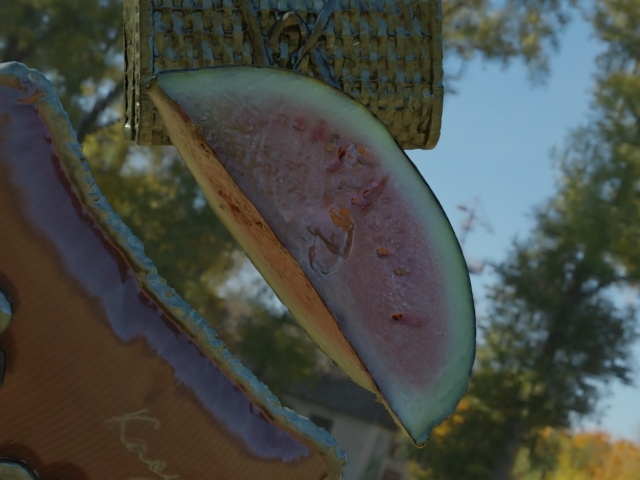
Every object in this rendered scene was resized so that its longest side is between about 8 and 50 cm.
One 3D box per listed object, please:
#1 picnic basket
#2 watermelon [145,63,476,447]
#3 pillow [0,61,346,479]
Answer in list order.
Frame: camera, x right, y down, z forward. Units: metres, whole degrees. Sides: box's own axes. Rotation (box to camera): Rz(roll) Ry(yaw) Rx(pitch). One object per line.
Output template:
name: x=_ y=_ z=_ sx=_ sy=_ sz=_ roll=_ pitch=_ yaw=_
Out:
picnic basket: x=-0.029 y=-0.125 z=0.946 sx=0.196 sy=0.134 sz=0.154 roll=1 pitch=2 yaw=-10
watermelon: x=-0.004 y=0.003 z=0.557 sx=0.069 sy=0.087 sz=0.163 roll=-35 pitch=-90 yaw=44
pillow: x=-0.107 y=0.056 z=0.472 sx=0.179 sy=0.171 sz=0.075 roll=51 pitch=20 yaw=-20
